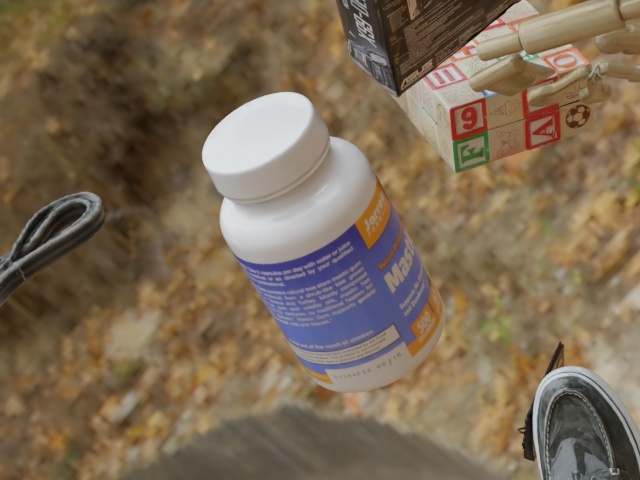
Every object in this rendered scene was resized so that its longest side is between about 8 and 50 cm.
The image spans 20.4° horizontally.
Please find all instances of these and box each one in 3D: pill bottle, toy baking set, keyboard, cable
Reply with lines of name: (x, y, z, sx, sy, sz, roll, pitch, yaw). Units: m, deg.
pill bottle: (0.000, 0.000, 1.656, 0.152, 0.272, 0.152, -19, 36, 15)
toy baking set: (0.255, -0.167, 1.507, 0.256, 0.197, 0.030, -16, 74, 27)
keyboard: (0.263, 0.205, 2.179, 0.038, 0.100, 0.192, 5, 25, 19)
cable: (-0.313, 0.028, 1.670, 0.287, 0.072, 0.139, -36, 30, -23)

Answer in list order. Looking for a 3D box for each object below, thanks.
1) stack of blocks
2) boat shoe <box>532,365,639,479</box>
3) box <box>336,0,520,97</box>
stack of blocks: (0.166, -0.208, 2.022, 0.171, 0.087, 0.297, -19, 38, -13)
boat shoe: (0.298, 0.298, 1.912, 0.121, 0.335, 0.119, -18, -10, 23)
box: (0.147, -0.308, 1.674, 0.307, 0.242, 0.076, -38, 59, -12)
